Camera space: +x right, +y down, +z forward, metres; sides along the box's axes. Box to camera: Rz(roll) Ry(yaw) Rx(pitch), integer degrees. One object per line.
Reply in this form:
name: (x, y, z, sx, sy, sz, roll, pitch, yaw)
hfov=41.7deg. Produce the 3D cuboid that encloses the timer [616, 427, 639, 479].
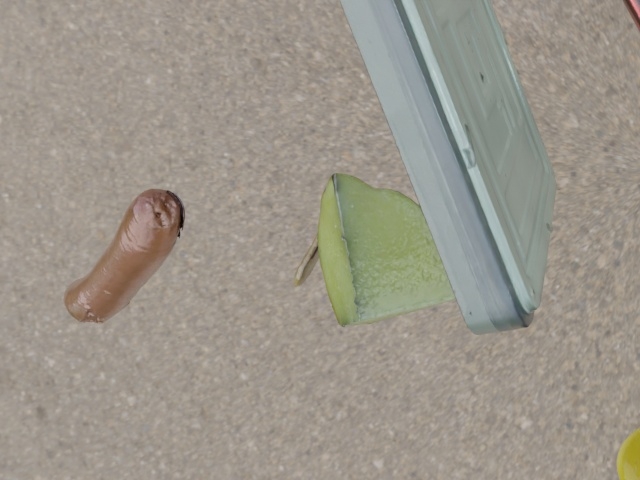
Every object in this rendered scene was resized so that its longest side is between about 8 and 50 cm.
timer: (0.506, 0.362, 0.915, 0.376, 0.387, 0.376, 15, 139, 14)

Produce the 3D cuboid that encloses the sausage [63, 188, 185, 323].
sausage: (-0.142, 0.020, 0.592, 0.186, 0.043, 0.043, -39, 78, 50)

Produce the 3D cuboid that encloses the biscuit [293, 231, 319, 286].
biscuit: (0.000, 0.000, 1.163, 0.018, 0.071, 0.147, 27, 90, 5)

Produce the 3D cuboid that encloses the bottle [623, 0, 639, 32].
bottle: (0.559, -0.394, 1.434, 0.060, 0.060, 0.164, -28, 68, 22)

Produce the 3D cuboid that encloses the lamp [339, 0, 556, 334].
lamp: (0.097, -0.105, 0.581, 0.047, 0.269, 0.266, -18, 107, 25)

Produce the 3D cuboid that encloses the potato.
potato: (0.067, 0.006, 0.854, 0.120, 0.081, 0.149, -8, 83, -19)
